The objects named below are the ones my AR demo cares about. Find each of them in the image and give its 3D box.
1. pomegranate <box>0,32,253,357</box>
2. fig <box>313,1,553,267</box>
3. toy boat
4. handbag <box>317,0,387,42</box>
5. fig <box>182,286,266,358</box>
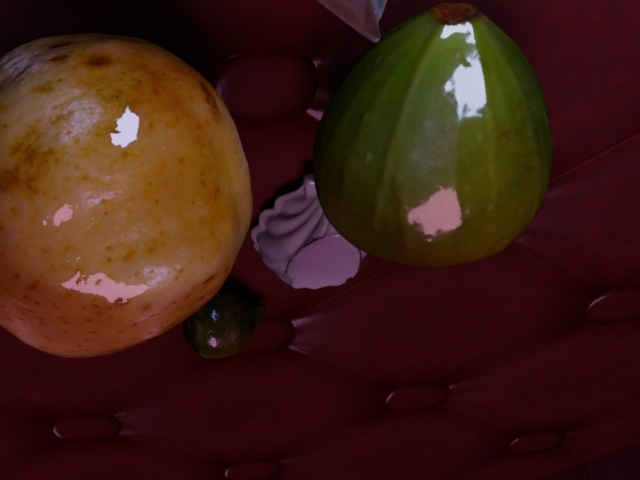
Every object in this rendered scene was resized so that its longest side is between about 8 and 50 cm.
[{"bbox_3d":[-0.283,-0.039,1.220,0.410,0.410,0.410,-6,148,-4],"label":"pomegranate"},{"bbox_3d":[0.138,-0.134,1.295,0.316,0.316,0.316,-6,148,-4],"label":"fig"},{"bbox_3d":[0.000,0.000,1.637,0.199,0.100,0.290,-1,149,-12],"label":"toy boat"},{"bbox_3d":[0.005,-0.330,1.084,0.270,0.117,0.182,23,96,-41],"label":"handbag"},{"bbox_3d":[-0.153,0.135,1.804,0.156,0.123,0.123,-4,150,-30],"label":"fig"}]
